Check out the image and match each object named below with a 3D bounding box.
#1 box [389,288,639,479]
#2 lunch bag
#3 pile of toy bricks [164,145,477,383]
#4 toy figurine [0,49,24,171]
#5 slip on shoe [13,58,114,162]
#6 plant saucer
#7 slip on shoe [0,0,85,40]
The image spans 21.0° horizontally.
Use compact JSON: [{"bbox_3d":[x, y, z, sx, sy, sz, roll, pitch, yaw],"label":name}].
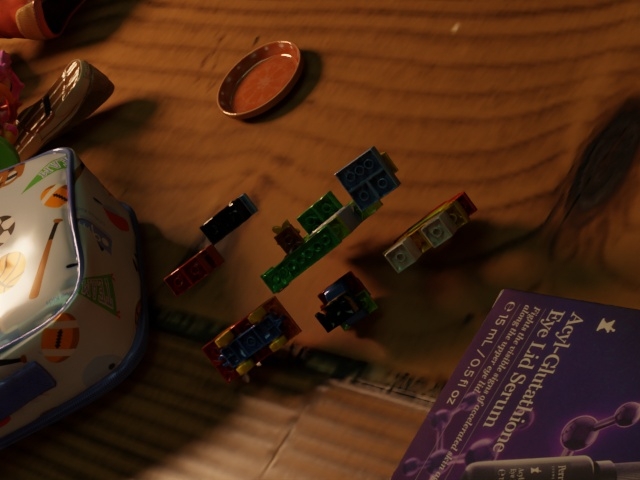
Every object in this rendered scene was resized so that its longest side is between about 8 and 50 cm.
[{"bbox_3d":[0.161,0.125,0.906,0.207,0.108,0.153,7,56,46],"label":"box"},{"bbox_3d":[-0.281,0.076,1.354,0.303,0.115,0.243,-30,40,13],"label":"lunch bag"},{"bbox_3d":[0.000,0.000,1.203,0.212,0.118,0.105,-35,3,22],"label":"pile of toy bricks"},{"bbox_3d":[-0.306,-0.108,1.520,0.173,0.130,0.159,-42,33,47],"label":"toy figurine"},{"bbox_3d":[-0.240,-0.110,1.573,0.135,0.041,0.051,-44,41,27],"label":"slip on shoe"},{"bbox_3d":[-0.049,-0.133,1.444,0.083,0.013,0.083,-24,40,21],"label":"plant saucer"},{"bbox_3d":[-0.227,-0.328,1.739,0.101,0.123,0.331,22,66,26],"label":"slip on shoe"}]
